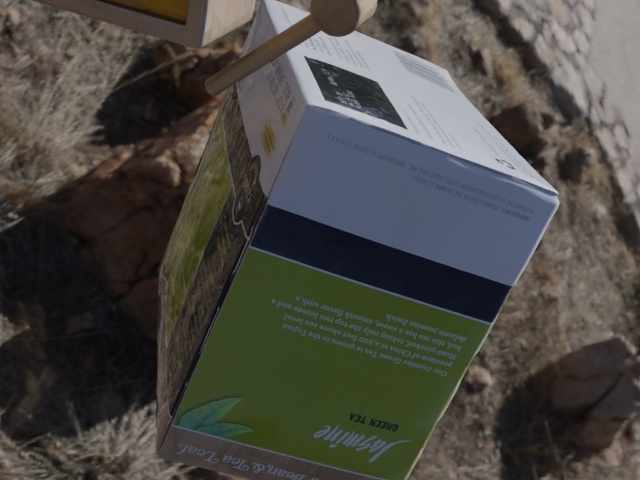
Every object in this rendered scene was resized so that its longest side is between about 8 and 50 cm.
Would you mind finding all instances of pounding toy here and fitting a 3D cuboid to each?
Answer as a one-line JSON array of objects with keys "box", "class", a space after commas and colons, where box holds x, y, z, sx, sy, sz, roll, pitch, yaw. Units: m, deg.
[{"box": [-0.074, -0.162, 0.586, 0.094, 0.206, 0.181, -52, 157, -59], "class": "pounding toy"}]

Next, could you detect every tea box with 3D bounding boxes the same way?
[{"box": [0.000, 0.000, 0.893, 0.219, 0.324, 0.329, 19, 23, -18], "class": "tea box"}]
